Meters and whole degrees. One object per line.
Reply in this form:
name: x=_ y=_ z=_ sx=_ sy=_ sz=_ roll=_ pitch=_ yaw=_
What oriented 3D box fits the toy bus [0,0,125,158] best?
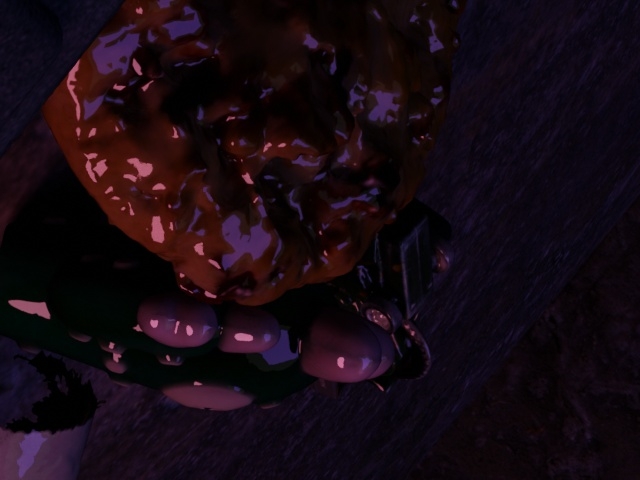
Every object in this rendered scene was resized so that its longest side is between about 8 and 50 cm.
toy bus: x=-0.133 y=-0.130 z=0.333 sx=0.275 sy=0.167 sz=0.138 roll=-52 pitch=161 yaw=-3

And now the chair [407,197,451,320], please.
chair: x=0.049 y=-0.035 z=0.964 sx=0.140 sy=0.145 sz=0.221 roll=-17 pitch=138 yaw=-61

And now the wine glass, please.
wine glass: x=-0.253 y=0.208 z=0.678 sx=0.321 sy=0.143 sz=0.143 roll=-59 pitch=160 yaw=15

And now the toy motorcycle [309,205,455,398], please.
toy motorcycle: x=0.000 y=0.000 z=0.800 sx=0.125 sy=0.187 sz=0.274 roll=-44 pitch=140 yaw=-34

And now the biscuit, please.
biscuit: x=-0.006 y=-0.130 z=0.549 sx=0.334 sy=0.081 sz=0.289 roll=-58 pitch=134 yaw=-35

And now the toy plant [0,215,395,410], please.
toy plant: x=-0.077 y=0.045 z=0.662 sx=0.243 sy=0.232 sz=0.112 roll=14 pitch=88 yaw=-42
